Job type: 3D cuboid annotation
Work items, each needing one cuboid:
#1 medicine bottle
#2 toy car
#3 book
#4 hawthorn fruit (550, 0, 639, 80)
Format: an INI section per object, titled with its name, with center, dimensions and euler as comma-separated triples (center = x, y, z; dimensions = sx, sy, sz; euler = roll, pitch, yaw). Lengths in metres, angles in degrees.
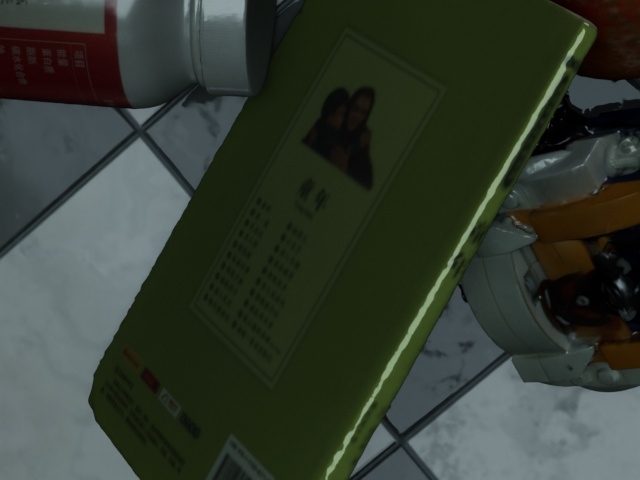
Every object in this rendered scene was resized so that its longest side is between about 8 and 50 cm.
[medicine bottle]
center = -0.157, -0.145, 1.094
dimensions = 0.250, 0.131, 0.131
euler = 5, 95, 8
[toy car]
center = 0.199, -0.003, 0.990
dimensions = 0.301, 0.118, 0.193
euler = -3, 129, 42
[book]
center = 0.000, 0.000, 1.052
dimensions = 0.035, 0.239, 0.352
euler = 25, 99, -35
[hawthorn fruit]
center = 0.199, -0.176, 1.035
dimensions = 0.194, 0.157, 0.157
euler = -15, 93, 5
